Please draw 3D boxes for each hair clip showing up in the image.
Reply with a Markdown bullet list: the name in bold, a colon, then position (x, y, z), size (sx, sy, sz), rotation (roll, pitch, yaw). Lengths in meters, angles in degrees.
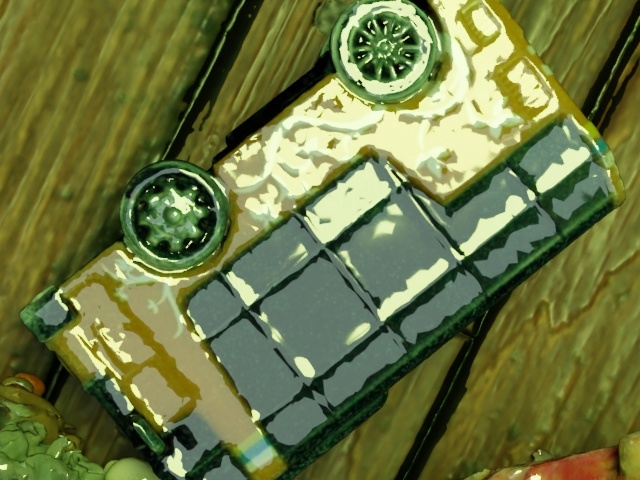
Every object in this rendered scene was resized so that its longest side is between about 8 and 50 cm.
- **hair clip**: position (-0.145, 0.125, 0.706), size (0.321, 0.138, 0.091), rotation (27, 62, -2)

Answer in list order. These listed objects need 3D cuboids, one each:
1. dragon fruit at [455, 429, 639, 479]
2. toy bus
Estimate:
- **dragon fruit**: position (0.129, 0.159, 0.666), size (0.282, 0.211, 0.147), rotation (-8, 89, -4)
- **toy bus**: position (0.000, 0.000, 0.691), size (0.275, 0.138, 0.167), rotation (-37, 95, -2)
